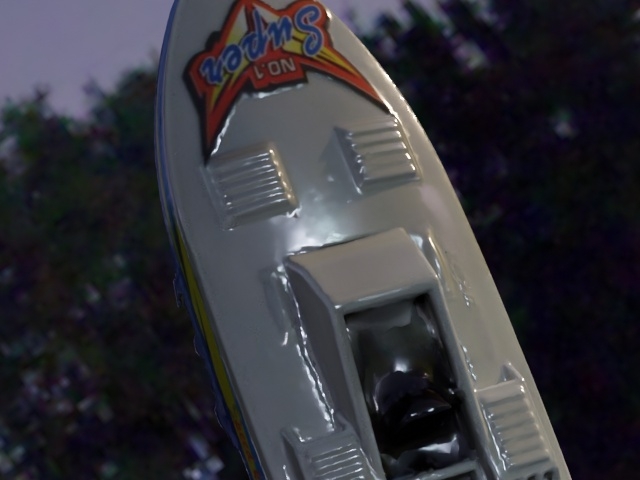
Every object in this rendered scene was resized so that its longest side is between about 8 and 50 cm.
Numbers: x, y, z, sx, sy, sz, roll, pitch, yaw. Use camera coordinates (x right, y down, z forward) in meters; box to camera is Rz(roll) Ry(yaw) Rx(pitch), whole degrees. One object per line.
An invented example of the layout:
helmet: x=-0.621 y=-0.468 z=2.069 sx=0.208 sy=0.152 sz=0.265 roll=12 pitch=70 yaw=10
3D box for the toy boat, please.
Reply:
toy boat: x=0.000 y=0.000 z=0.805 sx=0.129 sy=0.295 sz=0.088 roll=-14 pitch=-17 yaw=-20
